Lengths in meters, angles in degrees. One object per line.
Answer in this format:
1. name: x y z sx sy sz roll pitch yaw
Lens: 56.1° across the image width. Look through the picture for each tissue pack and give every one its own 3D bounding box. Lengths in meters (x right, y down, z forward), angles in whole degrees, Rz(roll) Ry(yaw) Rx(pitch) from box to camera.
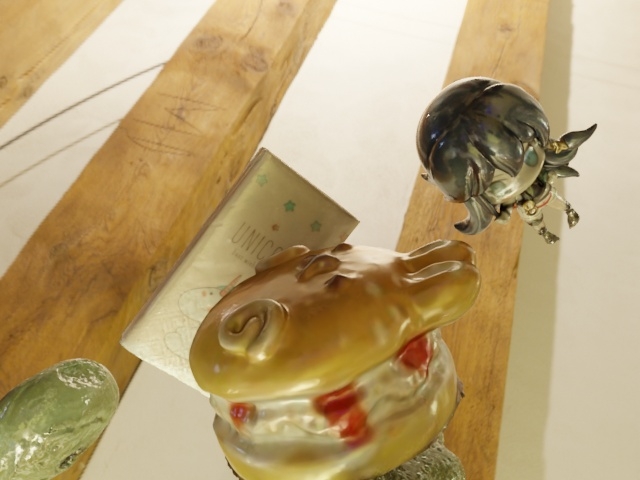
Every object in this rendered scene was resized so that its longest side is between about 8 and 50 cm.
1. tissue pack: -0.109 0.051 0.819 0.170 0.325 0.071 35 -174 -20

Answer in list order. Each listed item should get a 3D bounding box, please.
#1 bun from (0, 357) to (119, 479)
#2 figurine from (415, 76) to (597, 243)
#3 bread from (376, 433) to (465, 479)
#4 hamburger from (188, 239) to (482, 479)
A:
1. bun: -0.400 0.280 0.902 0.221 0.221 0.108 -34 -116 -27
2. figurine: 0.238 -0.104 0.809 0.197 0.265 0.175 24 -105 36
3. bread: 0.083 0.269 0.757 0.207 0.056 0.286 16 -159 3
4. hamburger: 0.018 0.104 0.615 0.302 0.187 0.261 -7 -161 21
